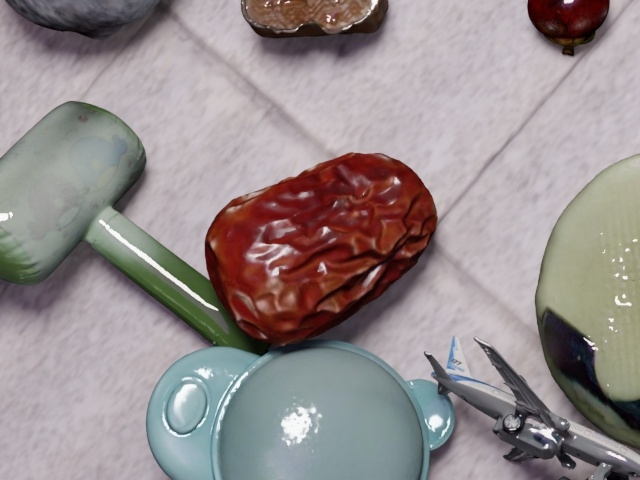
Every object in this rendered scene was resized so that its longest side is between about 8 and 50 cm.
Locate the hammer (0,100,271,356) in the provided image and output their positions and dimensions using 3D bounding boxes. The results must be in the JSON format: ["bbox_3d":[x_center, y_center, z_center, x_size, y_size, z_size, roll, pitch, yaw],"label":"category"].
[{"bbox_3d":[-0.188,0.014,1.252,0.335,0.119,0.206,37,65,2],"label":"hammer"}]

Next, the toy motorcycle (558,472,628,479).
[{"bbox_3d":[0.167,0.334,1.099,0.143,0.188,0.327,39,92,8],"label":"toy motorcycle"}]

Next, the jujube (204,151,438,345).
[{"bbox_3d":[0.000,0.000,1.183,0.230,0.155,0.155,-32,76,-17],"label":"jujube"}]

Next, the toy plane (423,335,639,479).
[{"bbox_3d":[0.187,0.161,1.100,0.226,0.226,0.058,33,69,33],"label":"toy plane"}]

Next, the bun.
[{"bbox_3d":[0.339,0.057,1.111,0.283,0.179,0.283,-5,80,32],"label":"bun"}]

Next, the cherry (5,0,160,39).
[{"bbox_3d":[-0.243,-0.358,1.268,0.255,0.218,0.296,0,94,13],"label":"cherry"}]

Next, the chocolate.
[{"bbox_3d":[-0.003,-0.301,1.267,0.148,0.093,0.214,-2,82,14],"label":"chocolate"}]

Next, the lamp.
[{"bbox_3d":[-0.027,0.193,1.179,0.284,0.147,0.209,14,73,15],"label":"lamp"}]

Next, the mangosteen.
[{"bbox_3d":[0.246,-0.231,1.213,0.081,0.081,0.081,-2,83,13],"label":"mangosteen"}]
